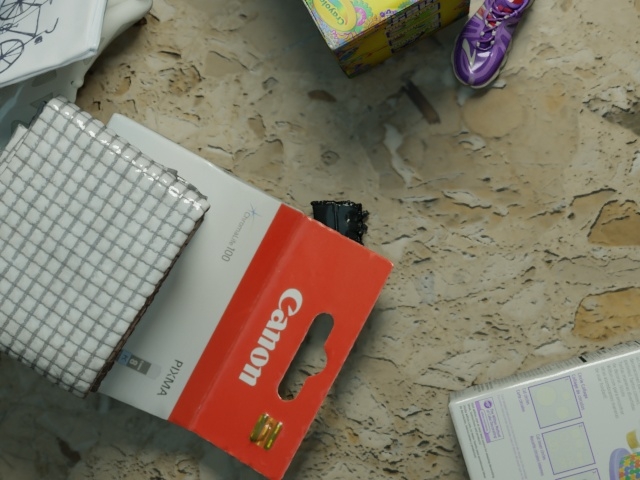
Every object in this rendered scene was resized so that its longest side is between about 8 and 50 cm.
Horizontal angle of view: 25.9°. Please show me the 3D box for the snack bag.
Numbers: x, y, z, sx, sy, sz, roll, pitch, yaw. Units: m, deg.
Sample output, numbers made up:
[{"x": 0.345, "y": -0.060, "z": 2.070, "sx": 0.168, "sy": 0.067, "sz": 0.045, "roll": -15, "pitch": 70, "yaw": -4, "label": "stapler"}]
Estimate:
[{"x": -0.382, "y": -0.274, "z": 1.614, "sx": 0.343, "sy": 0.037, "sz": 0.323, "roll": -14, "pitch": 45, "yaw": 18, "label": "snack bag"}]

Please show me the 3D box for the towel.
[{"x": -0.285, "y": 0.005, "z": 1.593, "sx": 0.235, "sy": 0.121, "sz": 0.283, "roll": 33, "pitch": 94, "yaw": 2, "label": "towel"}]

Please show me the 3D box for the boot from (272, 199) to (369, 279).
[{"x": 0.000, "y": 0.000, "z": 1.712, "sx": 0.121, "sy": 0.045, "sz": 0.099, "roll": 0, "pitch": 90, "yaw": 3, "label": "boot"}]

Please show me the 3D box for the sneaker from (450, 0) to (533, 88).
[{"x": 0.209, "y": -0.267, "z": 1.677, "sx": 0.068, "sy": 0.071, "sz": 0.170, "roll": 25, "pitch": 93, "yaw": 5, "label": "sneaker"}]

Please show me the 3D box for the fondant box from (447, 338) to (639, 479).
[{"x": 0.342, "y": 0.256, "z": 1.657, "sx": 0.330, "sy": 0.096, "sz": 0.238, "roll": -16, "pitch": 89, "yaw": 6, "label": "fondant box"}]

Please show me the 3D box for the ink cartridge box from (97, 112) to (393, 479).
[{"x": -0.152, "y": 0.069, "z": 1.671, "sx": 0.385, "sy": 0.091, "sz": 0.308, "roll": 29, "pitch": 92, "yaw": 17, "label": "ink cartridge box"}]

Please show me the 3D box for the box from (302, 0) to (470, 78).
[{"x": 0.029, "y": -0.364, "z": 1.589, "sx": 0.177, "sy": 0.279, "sz": 0.290, "roll": -28, "pitch": 88, "yaw": 5, "label": "box"}]

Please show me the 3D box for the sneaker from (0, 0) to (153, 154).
[{"x": -0.359, "y": -0.135, "z": 1.714, "sx": 0.447, "sy": 0.169, "sz": 0.257, "roll": -32, "pitch": 107, "yaw": -2, "label": "sneaker"}]
